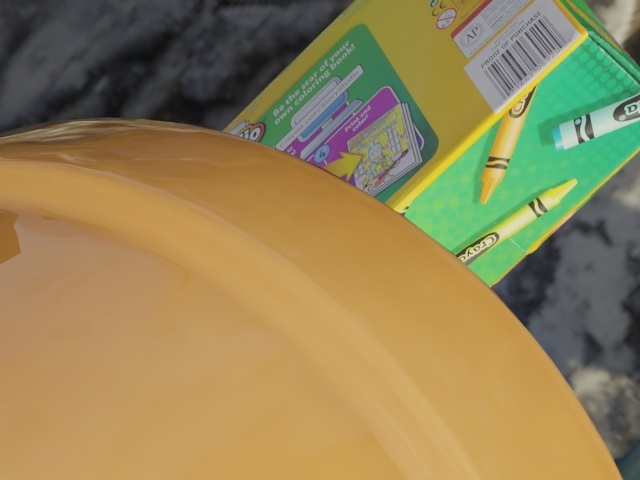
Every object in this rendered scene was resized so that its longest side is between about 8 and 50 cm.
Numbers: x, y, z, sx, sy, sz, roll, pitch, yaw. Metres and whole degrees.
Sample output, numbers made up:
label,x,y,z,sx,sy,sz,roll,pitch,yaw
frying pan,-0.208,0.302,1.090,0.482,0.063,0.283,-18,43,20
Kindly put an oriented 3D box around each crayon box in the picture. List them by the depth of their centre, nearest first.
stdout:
label,x,y,z,sx,sy,sz,roll,pitch,yaw
crayon box,0.029,-0.032,0.924,0.278,0.081,0.165,-44,36,14

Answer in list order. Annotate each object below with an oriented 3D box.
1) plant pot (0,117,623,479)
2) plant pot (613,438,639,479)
label,x,y,z,sx,sy,sz,roll,pitch,yaw
plant pot,-0.091,0.126,0.379,0.291,0.203,0.290,5,100,27
plant pot,0.382,0.141,1.085,0.334,0.341,0.341,-58,39,26
